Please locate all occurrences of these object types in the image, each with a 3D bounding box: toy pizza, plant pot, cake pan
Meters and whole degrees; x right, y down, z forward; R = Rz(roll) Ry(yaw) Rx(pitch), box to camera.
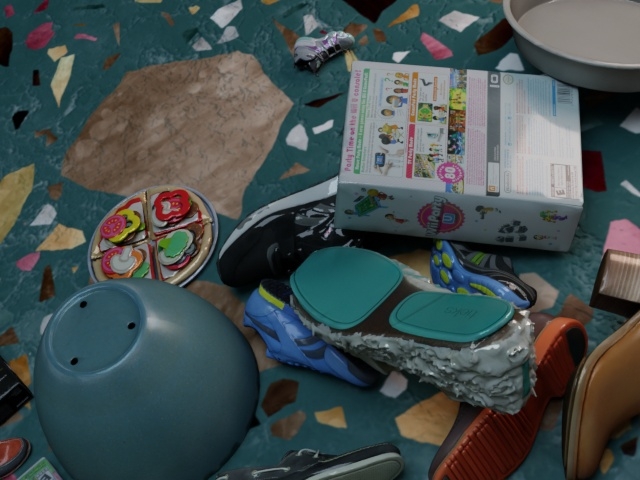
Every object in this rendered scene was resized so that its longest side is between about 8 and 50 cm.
[{"bbox_3d":[-0.244,-0.003,1.818,0.201,0.032,0.201,-9,54,13],"label":"toy pizza"},{"bbox_3d":[-0.244,0.160,1.602,0.290,0.195,0.290,-9,55,13],"label":"plant pot"},{"bbox_3d":[0.391,-0.291,1.724,0.293,0.054,0.293,1,39,-1],"label":"cake pan"}]

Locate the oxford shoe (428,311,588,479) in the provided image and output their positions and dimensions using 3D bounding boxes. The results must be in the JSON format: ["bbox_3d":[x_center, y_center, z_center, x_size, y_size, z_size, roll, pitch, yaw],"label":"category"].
[{"bbox_3d":[0.204,0.194,1.499,0.271,0.097,0.098,-46,37,-22],"label":"oxford shoe"}]

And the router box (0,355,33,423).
[{"bbox_3d":[-0.502,0.225,1.740,0.179,0.046,0.133,-41,53,-12],"label":"router box"}]

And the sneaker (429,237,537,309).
[{"bbox_3d":[0.202,0.045,1.610,0.078,0.067,0.188,-8,28,-31],"label":"sneaker"}]

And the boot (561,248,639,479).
[{"bbox_3d":[0.399,0.162,1.447,0.220,0.109,0.283,17,74,6],"label":"boot"}]

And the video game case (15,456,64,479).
[{"bbox_3d":[-0.379,0.403,1.587,0.212,0.023,0.193,-40,53,-11],"label":"video game case"}]

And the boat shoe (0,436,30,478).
[{"bbox_3d":[-0.450,0.294,1.676,0.137,0.043,0.049,-25,50,0],"label":"boat shoe"}]

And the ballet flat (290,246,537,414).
[{"bbox_3d":[0.101,0.115,1.497,0.147,0.147,0.409,-47,31,-15],"label":"ballet flat"}]

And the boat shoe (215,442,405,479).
[{"bbox_3d":[-0.016,0.278,1.509,0.233,0.084,0.079,-19,53,10],"label":"boat shoe"}]

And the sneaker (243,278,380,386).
[{"bbox_3d":[-0.014,0.136,1.631,0.209,0.069,0.082,36,109,25],"label":"sneaker"}]

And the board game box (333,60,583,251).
[{"bbox_3d":[0.178,-0.113,1.647,0.303,0.097,0.224,6,52,2],"label":"board game box"}]

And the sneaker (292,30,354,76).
[{"bbox_3d":[0.004,-0.278,1.923,0.098,0.038,0.069,-8,55,26],"label":"sneaker"}]

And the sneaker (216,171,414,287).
[{"bbox_3d":[0.000,0.000,1.689,0.283,0.107,0.124,-29,57,-2],"label":"sneaker"}]
